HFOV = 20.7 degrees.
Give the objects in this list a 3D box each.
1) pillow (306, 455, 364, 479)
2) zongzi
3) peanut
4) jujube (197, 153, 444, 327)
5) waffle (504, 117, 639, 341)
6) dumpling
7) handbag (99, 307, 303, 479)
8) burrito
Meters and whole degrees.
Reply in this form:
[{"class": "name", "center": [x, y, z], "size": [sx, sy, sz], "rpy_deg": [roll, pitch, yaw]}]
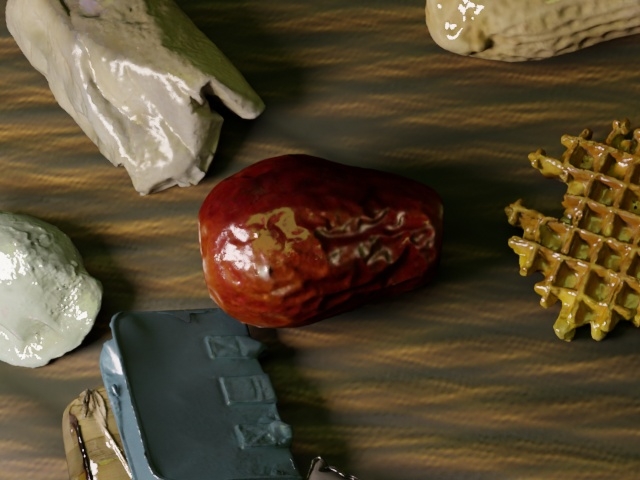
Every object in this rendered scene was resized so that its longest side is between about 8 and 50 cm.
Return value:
[{"class": "pillow", "center": [0.040, 0.393, 1.670], "size": [0.228, 0.101, 0.326], "rpy_deg": [15, 69, 23]}, {"class": "zongzi", "center": [-0.161, 0.227, 1.797], "size": [0.197, 0.099, 0.195], "rpy_deg": [-17, 66, -1]}, {"class": "peanut", "center": [0.265, -0.279, 1.896], "size": [0.313, 0.152, 0.152], "rpy_deg": [-18, 63, 9]}, {"class": "jujube", "center": [0.000, 0.000, 1.820], "size": [0.255, 0.190, 0.190], "rpy_deg": [0, 65, -3]}, {"class": "waffle", "center": [0.311, -0.016, 1.814], "size": [0.231, 0.051, 0.229], "rpy_deg": [-20, 62, 3]}, {"class": "dumpling", "center": [-0.337, 0.042, 1.918], "size": [0.219, 0.108, 0.153], "rpy_deg": [30, 76, 26]}, {"class": "handbag", "center": [-0.119, 0.168, 1.779], "size": [0.179, 0.062, 0.229], "rpy_deg": [-1, 48, -26]}, {"class": "burrito", "center": [-0.222, -0.210, 1.986], "size": [0.190, 0.135, 0.332], "rpy_deg": [-40, 63, 0]}]
